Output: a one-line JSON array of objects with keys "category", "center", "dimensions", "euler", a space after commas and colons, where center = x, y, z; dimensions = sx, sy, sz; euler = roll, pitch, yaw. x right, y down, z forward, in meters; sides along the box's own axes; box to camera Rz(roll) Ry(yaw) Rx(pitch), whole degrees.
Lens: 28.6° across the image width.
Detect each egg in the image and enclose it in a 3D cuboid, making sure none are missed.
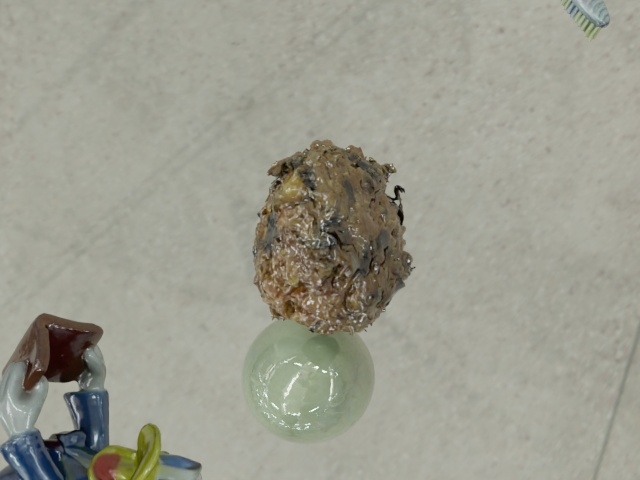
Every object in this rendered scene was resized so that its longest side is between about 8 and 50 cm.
[{"category": "egg", "center": [-0.018, 0.195, 1.778], "dimensions": [0.186, 0.186, 0.253], "euler": [51, 163, 3]}]

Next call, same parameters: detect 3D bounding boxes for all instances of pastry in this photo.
[{"category": "pastry", "center": [0.000, 0.000, 1.619], "dimensions": [0.193, 0.275, 0.275], "euler": [-14, 102, 36]}]

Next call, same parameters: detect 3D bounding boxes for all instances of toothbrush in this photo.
[{"category": "toothbrush", "center": [0.164, -0.342, 1.207], "dimensions": [0.375, 0.028, 0.037], "euler": [58, 156, 18]}]

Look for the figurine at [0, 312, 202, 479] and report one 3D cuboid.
[{"category": "figurine", "center": [-0.227, 0.212, 1.218], "dimensions": [0.338, 0.204, 0.283], "euler": [9, 98, 14]}]
